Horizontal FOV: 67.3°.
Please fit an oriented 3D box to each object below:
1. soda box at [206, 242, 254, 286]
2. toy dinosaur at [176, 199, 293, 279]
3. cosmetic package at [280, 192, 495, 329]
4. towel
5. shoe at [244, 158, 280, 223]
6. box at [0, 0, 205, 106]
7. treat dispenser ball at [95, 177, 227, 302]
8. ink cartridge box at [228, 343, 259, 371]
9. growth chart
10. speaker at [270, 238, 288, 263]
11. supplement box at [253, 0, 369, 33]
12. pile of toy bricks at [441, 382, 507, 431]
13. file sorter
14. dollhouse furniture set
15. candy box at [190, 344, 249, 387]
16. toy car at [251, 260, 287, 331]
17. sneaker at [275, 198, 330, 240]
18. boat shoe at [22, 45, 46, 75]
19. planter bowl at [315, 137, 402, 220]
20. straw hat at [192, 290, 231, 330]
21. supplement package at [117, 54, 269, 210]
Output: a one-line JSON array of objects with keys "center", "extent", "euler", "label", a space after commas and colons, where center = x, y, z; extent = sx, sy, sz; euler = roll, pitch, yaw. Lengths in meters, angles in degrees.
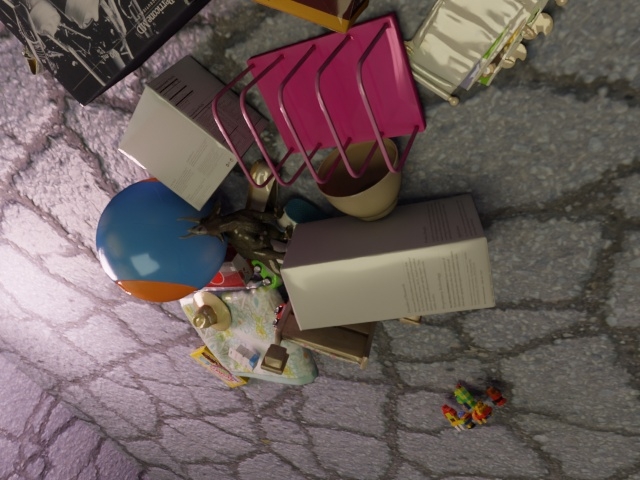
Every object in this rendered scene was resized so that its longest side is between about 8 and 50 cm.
[{"center": [-0.307, 0.069, 1.300], "extent": [0.263, 0.083, 0.092], "euler": [-3, 128, 27], "label": "soda box"}, {"center": [-0.146, -0.007, 1.055], "extent": [0.160, 0.121, 0.313], "euler": [5, 162, 28], "label": "toy dinosaur"}, {"center": [0.126, 0.039, 0.931], "extent": [0.366, 0.197, 0.155], "euler": [-10, 117, 15], "label": "cosmetic package"}, {"center": [-0.211, 0.265, 1.382], "extent": [0.374, 0.090, 0.320], "euler": [-8, 119, 38], "label": "towel"}, {"center": [-0.131, -0.079, 1.087], "extent": [0.058, 0.076, 0.219], "euler": [23, 134, 11], "label": "shoe"}, {"center": [-0.372, -0.451, 0.776], "extent": [0.343, 0.179, 0.312], "euler": [-21, 121, 37], "label": "box"}, {"center": [-0.362, -0.002, 1.113], "extent": [0.288, 0.288, 0.288], "euler": [13, 134, 13], "label": "treat dispenser ball"}, {"center": [-0.215, 0.325, 1.350], "extent": [0.083, 0.028, 0.048], "euler": [31, 134, 13], "label": "ink cartridge box"}, {"center": [0.233, -0.317, 0.741], "extent": [0.172, 0.021, 0.237], "euler": [35, 135, -10], "label": "growth chart"}, {"center": [-0.140, 0.015, 1.194], "extent": [0.136, 0.055, 0.055], "euler": [19, 136, 8], "label": "speaker"}, {"center": [-0.011, -0.431, 0.667], "extent": [0.191, 0.129, 0.194], "euler": [22, 135, 4], "label": "supplement box"}, {"center": [0.411, 0.445, 1.331], "extent": [0.105, 0.118, 0.212], "euler": [48, 156, 17], "label": "pile of toy bricks"}, {"center": [-0.004, -0.213, 0.815], "extent": [0.291, 0.182, 0.202], "euler": [-3, 130, 32], "label": "file sorter"}, {"center": [0.068, 0.226, 1.070], "extent": [0.303, 0.355, 0.173], "euler": [16, 129, 8], "label": "dollhouse furniture set"}, {"center": [-0.361, 0.453, 1.723], "extent": [0.206, 0.027, 0.105], "euler": [44, 136, -17], "label": "candy box"}, {"center": [-0.085, 0.118, 1.202], "extent": [0.053, 0.239, 0.225], "euler": [-44, 81, 27], "label": "toy car"}, {"center": [0.000, 0.000, 1.106], "extent": [0.229, 0.087, 0.092], "euler": [41, 145, -8], "label": "sneaker"}, {"center": [-0.622, -0.403, 1.036], "extent": [0.035, 0.035, 0.100], "euler": [22, 136, 4], "label": "boat shoe"}, {"center": [0.087, -0.106, 0.915], "extent": [0.162, 0.162, 0.109], "euler": [-7, 139, 29], "label": "planter bowl"}, {"center": [-0.317, 0.211, 1.316], "extent": [0.144, 0.061, 0.144], "euler": [18, 129, 24], "label": "straw hat"}, {"center": [-0.254, -0.211, 0.966], "extent": [0.203, 0.149, 0.194], "euler": [39, 135, -13], "label": "supplement package"}]
